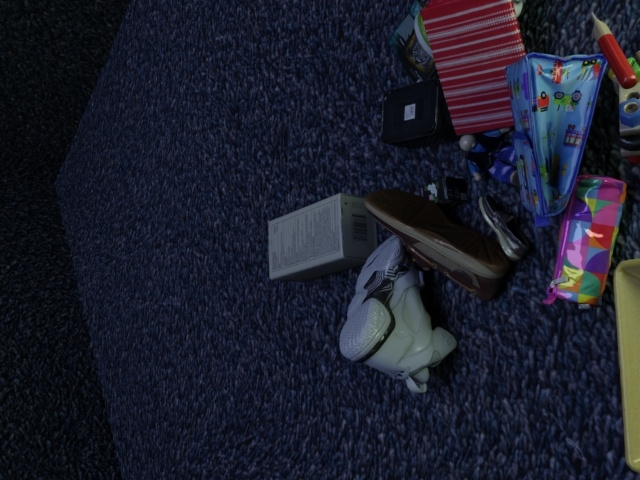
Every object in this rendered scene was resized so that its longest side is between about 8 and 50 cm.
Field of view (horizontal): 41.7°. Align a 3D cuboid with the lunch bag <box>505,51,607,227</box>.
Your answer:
[{"bbox_3d":[0.400,-0.168,1.472,0.221,0.138,0.293,-60,-29,-83],"label":"lunch bag"}]

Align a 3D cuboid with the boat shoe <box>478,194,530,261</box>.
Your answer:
[{"bbox_3d":[0.361,-0.032,1.631,0.049,0.056,0.152,-45,60,35],"label":"boat shoe"}]

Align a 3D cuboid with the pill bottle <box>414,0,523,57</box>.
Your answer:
[{"bbox_3d":[0.316,-0.472,1.689,0.246,0.136,0.136,-33,59,47],"label":"pill bottle"}]

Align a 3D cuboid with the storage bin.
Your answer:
[{"bbox_3d":[0.221,-0.273,1.834,0.180,0.084,0.122,-4,81,55],"label":"storage bin"}]

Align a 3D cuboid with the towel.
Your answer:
[{"bbox_3d":[0.312,-0.350,1.639,0.199,0.031,0.274,-4,111,44],"label":"towel"}]

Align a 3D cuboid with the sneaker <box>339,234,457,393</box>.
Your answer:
[{"bbox_3d":[0.180,0.149,1.785,0.137,0.210,0.365,-38,21,44],"label":"sneaker"}]

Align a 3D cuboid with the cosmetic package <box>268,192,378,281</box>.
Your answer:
[{"bbox_3d":[0.000,0.000,2.072,0.309,0.113,0.160,-18,70,53],"label":"cosmetic package"}]

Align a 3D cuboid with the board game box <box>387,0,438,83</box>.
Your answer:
[{"bbox_3d":[0.228,-0.440,1.900,0.126,0.026,0.186,-54,45,34],"label":"board game box"}]

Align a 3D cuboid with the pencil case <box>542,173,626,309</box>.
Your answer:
[{"bbox_3d":[0.455,0.003,1.445,0.104,0.104,0.236,15,94,54],"label":"pencil case"}]

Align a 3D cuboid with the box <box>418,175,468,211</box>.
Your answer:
[{"bbox_3d":[0.258,-0.097,1.771,0.083,0.062,0.052,-22,68,50],"label":"box"}]

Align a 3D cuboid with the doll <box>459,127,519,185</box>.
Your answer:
[{"bbox_3d":[0.346,-0.174,1.676,0.189,0.046,0.129,37,104,53],"label":"doll"}]

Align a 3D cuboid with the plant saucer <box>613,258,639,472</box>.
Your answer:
[{"bbox_3d":[0.603,0.178,1.231,0.333,0.081,0.332,-14,74,53],"label":"plant saucer"}]

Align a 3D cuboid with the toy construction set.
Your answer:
[{"bbox_3d":[0.510,-0.277,1.270,0.257,0.309,0.237,-41,48,33],"label":"toy construction set"}]

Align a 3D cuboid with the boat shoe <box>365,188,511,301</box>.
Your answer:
[{"bbox_3d":[0.224,0.011,1.715,0.342,0.123,0.123,30,129,27],"label":"boat shoe"}]
